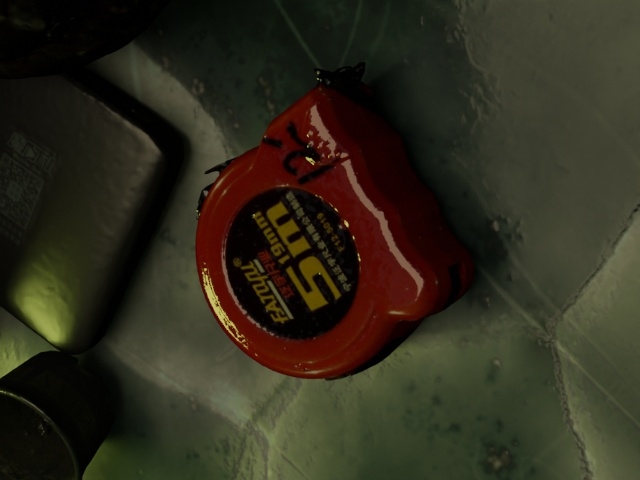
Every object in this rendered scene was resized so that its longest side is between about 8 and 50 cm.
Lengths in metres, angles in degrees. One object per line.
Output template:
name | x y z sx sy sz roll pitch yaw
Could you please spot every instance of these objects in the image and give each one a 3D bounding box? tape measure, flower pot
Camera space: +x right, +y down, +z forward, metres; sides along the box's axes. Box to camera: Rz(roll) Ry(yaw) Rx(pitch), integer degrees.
tape measure | 0.000 0.001 1.271 0.260 0.114 0.253 -36 81 31
flower pot | -0.296 0.192 1.444 0.157 0.107 0.157 16 129 21

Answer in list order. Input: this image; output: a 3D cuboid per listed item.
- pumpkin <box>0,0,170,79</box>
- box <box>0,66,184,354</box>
pumpkin | -0.308 -0.365 1.237 0.454 0.344 0.454 7 112 17
box | -0.304 -0.059 1.444 0.290 0.073 0.289 34 112 19
